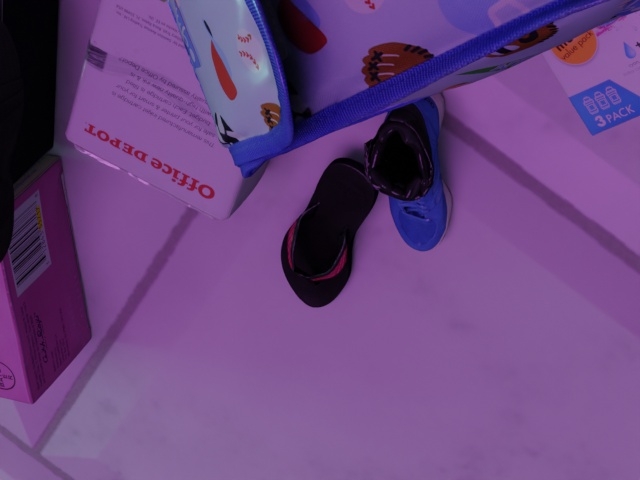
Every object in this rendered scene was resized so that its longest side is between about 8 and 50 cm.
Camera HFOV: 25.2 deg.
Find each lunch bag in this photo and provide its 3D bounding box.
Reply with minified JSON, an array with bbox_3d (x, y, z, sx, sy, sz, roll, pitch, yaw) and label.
[{"bbox_3d":[0.028,-0.243,0.909,0.385,0.239,0.328,-18,92,39],"label":"lunch bag"}]

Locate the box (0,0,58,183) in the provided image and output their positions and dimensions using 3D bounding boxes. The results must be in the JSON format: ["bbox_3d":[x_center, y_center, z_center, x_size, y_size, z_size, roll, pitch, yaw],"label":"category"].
[{"bbox_3d":[-0.327,-0.193,1.230,0.184,0.103,0.261,19,128,11],"label":"box"}]

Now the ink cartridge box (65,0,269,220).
[{"bbox_3d":[-0.099,-0.148,1.153,0.160,0.092,0.219,28,129,5],"label":"ink cartridge box"}]

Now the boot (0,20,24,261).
[{"bbox_3d":[-0.342,-0.093,1.188,0.179,0.085,0.236,21,124,20],"label":"boot"}]

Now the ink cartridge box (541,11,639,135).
[{"bbox_3d":[0.196,-0.178,1.010,0.104,0.061,0.181,-25,107,35],"label":"ink cartridge box"}]

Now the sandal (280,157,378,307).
[{"bbox_3d":[0.000,0.000,1.226,0.067,0.040,0.179,30,140,7],"label":"sandal"}]

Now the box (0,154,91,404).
[{"bbox_3d":[-0.367,0.020,1.381,0.243,0.117,0.213,11,125,20],"label":"box"}]

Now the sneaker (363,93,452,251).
[{"bbox_3d":[0.069,-0.043,1.146,0.058,0.084,0.152,12,126,19],"label":"sneaker"}]
